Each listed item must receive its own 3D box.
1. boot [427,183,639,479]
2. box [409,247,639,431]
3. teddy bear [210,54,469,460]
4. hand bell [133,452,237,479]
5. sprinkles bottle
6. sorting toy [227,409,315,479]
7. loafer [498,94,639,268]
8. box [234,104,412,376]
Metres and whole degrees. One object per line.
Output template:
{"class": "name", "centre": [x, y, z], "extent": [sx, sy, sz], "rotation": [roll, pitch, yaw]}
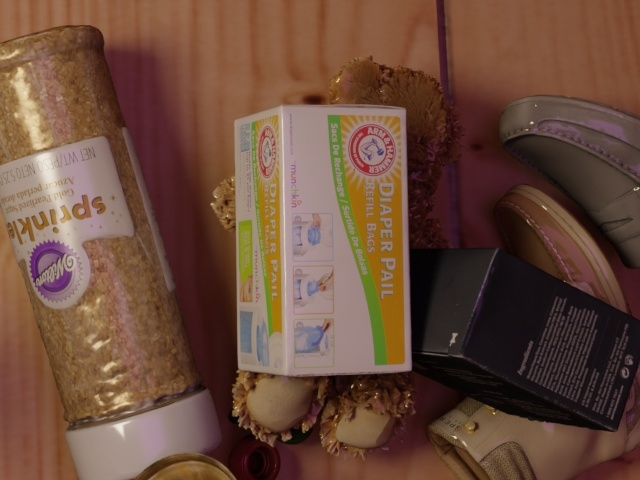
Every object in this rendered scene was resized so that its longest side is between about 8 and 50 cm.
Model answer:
{"class": "boot", "centre": [0.174, 0.103, 1.427], "extent": [0.203, 0.095, 0.262], "rotation": [-31, 98, -17]}
{"class": "box", "centre": [0.145, 0.076, 1.280], "extent": [0.158, 0.156, 0.093], "rotation": [26, 78, -24]}
{"class": "teddy bear", "centre": [0.019, 0.018, 1.371], "extent": [0.245, 0.113, 0.338], "rotation": [-3, 89, -24]}
{"class": "hand bell", "centre": [-0.047, 0.258, 1.296], "extent": [0.242, 0.126, 0.126], "rotation": [34, 72, -53]}
{"class": "sprinkles bottle", "centre": [-0.184, 0.012, 1.299], "extent": [0.121, 0.121, 0.355], "rotation": [-17, 91, -19]}
{"class": "sorting toy", "centre": [-0.051, 0.164, 1.377], "extent": [0.061, 0.042, 0.102], "rotation": [49, 61, -25]}
{"class": "loafer", "centre": [0.296, -0.031, 1.466], "extent": [0.319, 0.112, 0.111], "rotation": [25, 70, -15]}
{"class": "box", "centre": [0.000, 0.000, 1.244], "extent": [0.103, 0.114, 0.203], "rotation": [0, 88, -22]}
